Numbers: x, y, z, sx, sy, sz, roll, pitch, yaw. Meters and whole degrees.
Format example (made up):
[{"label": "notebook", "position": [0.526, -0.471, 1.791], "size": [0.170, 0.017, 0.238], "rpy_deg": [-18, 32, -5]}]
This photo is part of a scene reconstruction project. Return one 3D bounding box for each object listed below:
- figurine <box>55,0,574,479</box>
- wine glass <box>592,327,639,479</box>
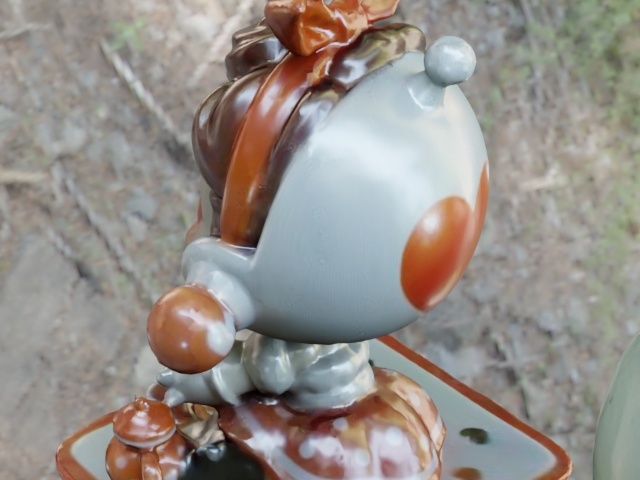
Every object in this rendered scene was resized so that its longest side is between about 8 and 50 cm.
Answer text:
[{"label": "figurine", "position": [0.000, 0.000, 0.629], "size": [0.183, 0.160, 0.226], "rpy_deg": [-21, 127, -35]}, {"label": "wine glass", "position": [0.120, 0.051, 0.425], "size": [0.093, 0.093, 0.202], "rpy_deg": [-60, 155, -46]}]
